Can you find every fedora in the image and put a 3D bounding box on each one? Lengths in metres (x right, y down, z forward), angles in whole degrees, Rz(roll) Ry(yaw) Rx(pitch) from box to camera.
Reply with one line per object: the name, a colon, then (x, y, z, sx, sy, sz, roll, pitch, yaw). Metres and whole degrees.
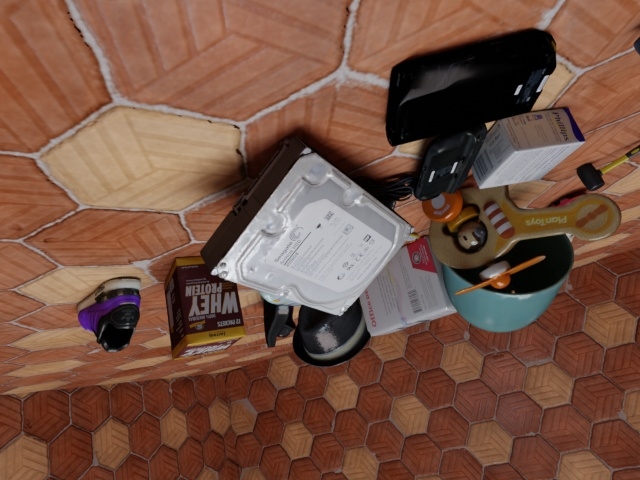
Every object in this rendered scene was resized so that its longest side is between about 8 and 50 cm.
fedora: (0.029, 0.263, 1.462, 0.334, 0.334, 0.153, -18, 129, 10)

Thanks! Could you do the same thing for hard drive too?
hard drive: (0.000, 0.000, 0.726, 0.237, 0.064, 0.339, -51, 138, 10)

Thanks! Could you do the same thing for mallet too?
mallet: (0.682, -0.193, 0.961, 0.039, 0.062, 0.189, 7, 137, -49)

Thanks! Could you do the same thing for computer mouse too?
computer mouse: (0.080, -0.038, 0.892, 0.188, 0.072, 0.272, -8, 160, -21)

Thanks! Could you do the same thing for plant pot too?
plant pot: (0.453, 0.094, 1.077, 0.293, 0.293, 0.235, -14, 133, -1)

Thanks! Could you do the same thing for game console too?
game console: (0.203, -0.159, 0.671, 0.213, 0.044, 0.361, -14, 157, -1)

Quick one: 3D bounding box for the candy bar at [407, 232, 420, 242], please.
candy bar: (0.216, -0.014, 1.138, 0.040, 0.018, 0.161, -28, 156, 35)

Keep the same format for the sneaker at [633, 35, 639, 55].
sneaker: (0.431, -0.279, 0.430, 0.121, 0.111, 0.300, -15, 159, 16)

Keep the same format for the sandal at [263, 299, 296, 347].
sandal: (-0.124, 0.248, 1.386, 0.107, 0.168, 0.446, 0, 157, -14)

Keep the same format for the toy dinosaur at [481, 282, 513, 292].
toy dinosaur: (0.552, 0.070, 1.310, 0.218, 0.164, 0.322, -1, -169, 22)

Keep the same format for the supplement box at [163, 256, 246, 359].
supplement box: (-0.280, 0.160, 1.000, 0.129, 0.194, 0.191, -3, 158, -30)

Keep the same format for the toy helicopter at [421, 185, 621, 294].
toy helicopter: (0.375, -0.011, 0.828, 0.355, 0.235, 0.140, -7, 171, 45)

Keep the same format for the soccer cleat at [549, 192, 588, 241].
soccer cleat: (0.729, -0.024, 1.286, 0.116, 0.143, 0.331, -12, 160, -7)

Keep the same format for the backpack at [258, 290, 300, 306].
backpack: (-0.062, 0.050, 0.895, 0.144, 0.166, 0.188, -26, 161, 27)

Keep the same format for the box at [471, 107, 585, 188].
box: (0.358, -0.160, 0.749, 0.137, 0.072, 0.126, -10, 160, -12)

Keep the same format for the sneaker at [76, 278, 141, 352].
sneaker: (-0.519, 0.206, 1.030, 0.102, 0.146, 0.293, 3, 154, -41)

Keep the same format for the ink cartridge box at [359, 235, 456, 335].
ink cartridge box: (0.271, 0.148, 1.315, 0.131, 0.226, 0.306, 4, 155, -39)
